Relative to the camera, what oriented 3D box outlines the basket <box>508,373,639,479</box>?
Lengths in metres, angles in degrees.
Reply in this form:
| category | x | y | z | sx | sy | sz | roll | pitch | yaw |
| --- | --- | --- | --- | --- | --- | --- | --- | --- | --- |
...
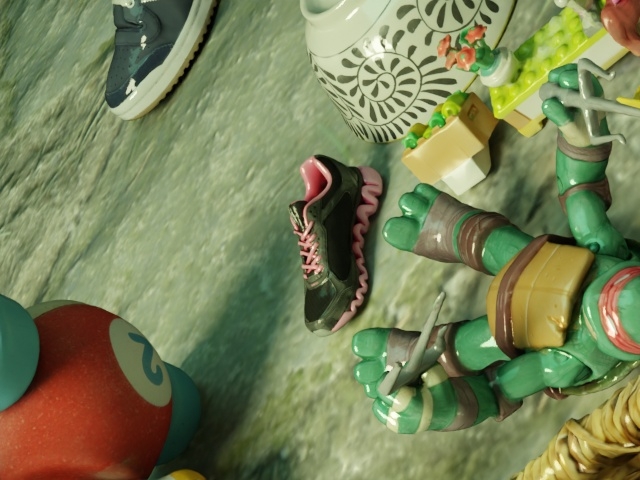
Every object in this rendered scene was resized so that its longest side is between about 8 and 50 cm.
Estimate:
| category | x | y | z | sx | sy | sz | roll | pitch | yaw |
| --- | --- | --- | --- | --- | --- | --- | --- | --- | --- |
| basket | 0.061 | 0.152 | 0.378 | 0.299 | 0.223 | 0.213 | 124 | 148 | -45 |

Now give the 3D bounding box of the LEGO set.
| category | x | y | z | sx | sy | sz | roll | pitch | yaw |
| --- | --- | --- | --- | --- | --- | --- | --- | --- | --- |
| LEGO set | 0.124 | -0.104 | 0.672 | 0.287 | 0.107 | 0.132 | 0 | 67 | 56 |

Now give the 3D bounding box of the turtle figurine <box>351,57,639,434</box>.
| category | x | y | z | sx | sy | sz | roll | pitch | yaw |
| --- | --- | --- | --- | --- | --- | --- | --- | --- | --- |
| turtle figurine | 0.091 | 0.023 | 0.614 | 0.175 | 0.118 | 0.234 | -57 | 14 | -14 |

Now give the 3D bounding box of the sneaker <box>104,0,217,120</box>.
| category | x | y | z | sx | sy | sz | roll | pitch | yaw |
| --- | --- | --- | --- | --- | --- | --- | --- | --- | --- |
| sneaker | -0.156 | -0.255 | 1.169 | 0.099 | 0.153 | 0.282 | 21 | 85 | 60 |

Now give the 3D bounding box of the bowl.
| category | x | y | z | sx | sy | sz | roll | pitch | yaw |
| --- | --- | --- | --- | --- | --- | --- | --- | --- | --- |
| bowl | 0.040 | -0.155 | 0.866 | 0.170 | 0.080 | 0.170 | -36 | 40 | 36 |

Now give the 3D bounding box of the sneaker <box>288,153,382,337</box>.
| category | x | y | z | sx | sy | sz | roll | pitch | yaw |
| --- | --- | --- | --- | --- | --- | --- | --- | --- | --- |
| sneaker | 0.000 | 0.000 | 0.828 | 0.047 | 0.057 | 0.119 | -22 | 50 | 45 |

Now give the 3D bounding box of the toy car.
| category | x | y | z | sx | sy | sz | roll | pitch | yaw |
| --- | --- | --- | --- | --- | --- | --- | --- | --- | --- |
| toy car | -0.112 | 0.163 | 0.786 | 0.238 | 0.219 | 0.210 | 21 | 83 | 30 |
